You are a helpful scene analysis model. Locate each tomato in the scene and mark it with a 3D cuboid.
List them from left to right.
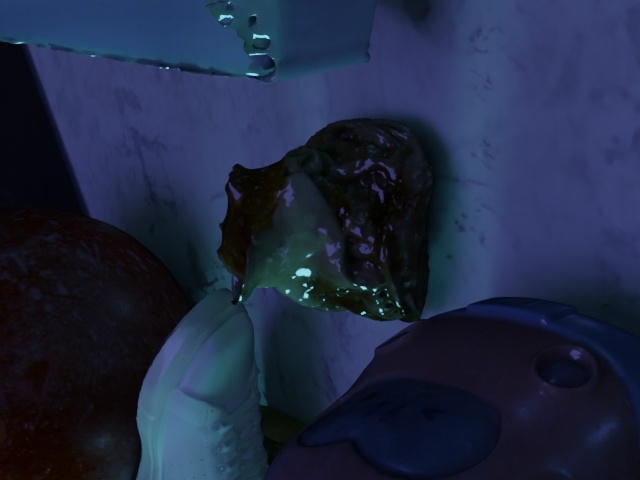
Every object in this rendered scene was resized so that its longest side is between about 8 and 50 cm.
[{"bbox_3d":[-0.208,0.108,0.999,0.270,0.227,0.270,-173,90,-71],"label":"tomato"}]

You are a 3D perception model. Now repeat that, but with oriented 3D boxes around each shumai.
[{"bbox_3d":[-0.002,-0.001,0.758,0.145,0.116,0.145,27,126,46],"label":"shumai"}]

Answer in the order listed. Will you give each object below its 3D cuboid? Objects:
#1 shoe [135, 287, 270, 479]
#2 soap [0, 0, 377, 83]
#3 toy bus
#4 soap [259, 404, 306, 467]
[{"bbox_3d":[-0.068,0.159,0.898,0.110,0.095,0.265,34,129,22],"label":"shoe"},{"bbox_3d":[-0.153,-0.253,0.736,0.446,0.261,0.156,43,136,37],"label":"soap"},{"bbox_3d":[0.075,0.187,0.621,0.197,0.232,0.294,8,111,54],"label":"toy bus"},{"bbox_3d":[0.021,0.194,0.881,0.252,0.037,0.092,16,118,53],"label":"soap"}]
